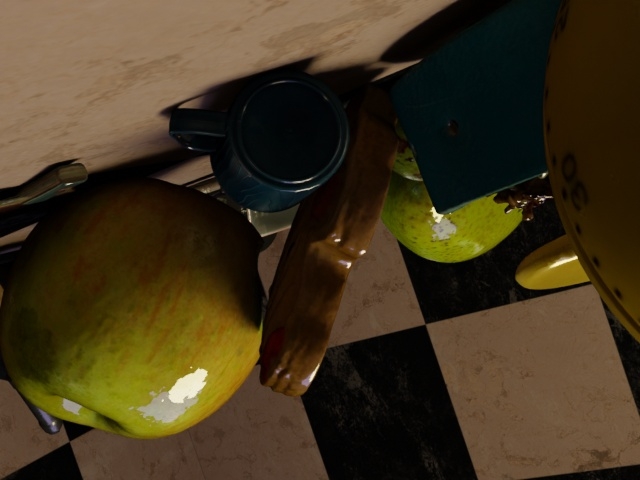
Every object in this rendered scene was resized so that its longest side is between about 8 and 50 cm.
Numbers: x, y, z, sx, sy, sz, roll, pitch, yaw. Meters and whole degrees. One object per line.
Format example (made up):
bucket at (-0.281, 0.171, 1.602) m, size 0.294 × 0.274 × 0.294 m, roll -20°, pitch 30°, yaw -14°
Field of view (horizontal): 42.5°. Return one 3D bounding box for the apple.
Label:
apple at (-0.233, 0.092, 1.059) m, size 0.340 × 0.339 × 0.339 m, roll -19°, pitch -178°, yaw 1°

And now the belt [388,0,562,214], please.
belt at (0.257, -0.158, 0.757) m, size 0.300 × 0.173 × 0.437 m, roll -22°, pitch -177°, yaw -34°

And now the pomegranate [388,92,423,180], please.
pomegranate at (0.141, -0.132, 1.044) m, size 0.149 × 0.148 × 0.169 m, roll -19°, pitch -146°, yaw 9°

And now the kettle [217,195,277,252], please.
kettle at (-0.238, -0.040, 1.676) m, size 0.221 × 0.161 × 0.236 m, roll 14°, pitch 164°, yaw -35°

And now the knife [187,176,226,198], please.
knife at (-0.263, -0.073, 1.504) m, size 0.365 × 0.043 × 0.089 m, roll -18°, pitch -179°, yaw 18°

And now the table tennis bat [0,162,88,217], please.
table tennis bat at (-0.332, -0.043, 0.906) m, size 0.154 × 0.021 × 0.274 m, roll -20°, pitch -176°, yaw -43°

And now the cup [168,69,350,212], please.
cup at (-0.055, -0.083, 0.759) m, size 0.150 × 0.113 × 0.138 m, roll -21°, pitch 180°, yaw -12°

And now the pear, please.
pear at (0.255, -0.101, 1.574) m, size 0.318 × 0.238 × 0.342 m, roll -6°, pitch 132°, yaw -58°

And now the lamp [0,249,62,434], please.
lamp at (-0.581, 0.157, 1.491) m, size 0.272 × 0.205 × 0.374 m, roll -6°, pitch -135°, yaw 7°

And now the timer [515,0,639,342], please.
timer at (0.283, -0.060, 0.426) m, size 0.376 × 0.376 × 0.387 m, roll -19°, pitch 166°, yaw 8°

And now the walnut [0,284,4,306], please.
walnut at (-0.599, 0.107, 1.293) m, size 0.204 × 0.141 × 0.238 m, roll -1°, pitch -138°, yaw -10°

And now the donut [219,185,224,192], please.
donut at (-0.063, -0.117, 1.142) m, size 0.175 × 0.068 × 0.174 m, roll -19°, pitch 179°, yaw 0°

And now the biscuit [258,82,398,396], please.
biscuit at (0.000, 0.000, 0.948) m, size 0.359 × 0.074 × 0.381 m, roll 114°, pitch -4°, yaw -46°

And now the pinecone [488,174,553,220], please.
pinecone at (0.348, -0.170, 1.337) m, size 0.244 × 0.257 × 0.243 m, roll -7°, pitch 170°, yaw -1°

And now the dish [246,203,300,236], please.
dish at (-0.038, -0.110, 1.435) m, size 0.234 × 0.154 × 0.064 m, roll -19°, pitch -143°, yaw -26°
